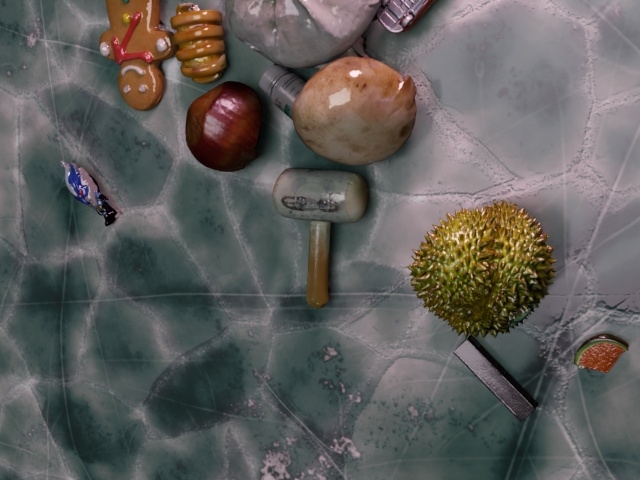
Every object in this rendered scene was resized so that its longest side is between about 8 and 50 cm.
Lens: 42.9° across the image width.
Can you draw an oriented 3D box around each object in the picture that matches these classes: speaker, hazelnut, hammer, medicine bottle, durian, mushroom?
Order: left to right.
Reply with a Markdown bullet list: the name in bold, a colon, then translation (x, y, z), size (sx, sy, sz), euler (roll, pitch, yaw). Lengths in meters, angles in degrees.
- **hazelnut**: translation (-0.211, -0.242, 1.765), size (0.170, 0.160, 0.202), euler (69, 154, 14)
- **medicine bottle**: translation (-0.061, -0.307, 1.713), size (0.130, 0.080, 0.080), euler (41, 113, 13)
- **hammer**: translation (0.000, 0.000, 1.730), size (0.201, 0.113, 0.306), euler (7, 107, 26)
- **mushroom**: translation (0.071, -0.255, 1.597), size (0.254, 0.184, 0.255), euler (-1, 132, -1)
- **durian**: translation (0.304, 0.059, 1.509), size (0.291, 0.291, 0.225), euler (-42, 65, 24)
- **speaker**: translation (0.354, 0.276, 1.645), size (0.191, 0.040, 0.046), euler (46, 111, 11)

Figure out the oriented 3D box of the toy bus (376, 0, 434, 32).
- **toy bus**: translation (0.188, -0.478, 1.572), size (0.079, 0.077, 0.174), euler (47, 114, 10)

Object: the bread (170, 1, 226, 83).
- **bread**: translation (-0.266, -0.433, 1.786), size (0.119, 0.084, 0.177), euler (-3, 101, 26)

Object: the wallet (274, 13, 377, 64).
- **wallet**: translation (0.002, -0.451, 1.665), size (0.244, 0.025, 0.124), euler (-19, 64, 25)

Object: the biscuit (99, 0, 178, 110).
- **biscuit**: translation (-0.423, -0.465, 1.855), size (0.216, 0.047, 0.340), euler (11, 108, 28)

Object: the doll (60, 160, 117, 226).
- **doll**: translation (-0.568, -0.122, 1.986), size (0.195, 0.070, 0.096), euler (48, 145, 7)

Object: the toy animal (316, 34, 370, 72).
- **toy animal**: translation (0.035, -0.367, 1.663), size (0.124, 0.085, 0.071), euler (-25, 86, 39)

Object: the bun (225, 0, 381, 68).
- **bun**: translation (-0.039, -0.508, 1.572), size (0.354, 0.194, 0.355), euler (-7, 77, 31)

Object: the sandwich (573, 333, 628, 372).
- **sandwich**: translation (0.533, 0.216, 1.562), size (0.069, 0.026, 0.101), euler (37, 115, 10)
